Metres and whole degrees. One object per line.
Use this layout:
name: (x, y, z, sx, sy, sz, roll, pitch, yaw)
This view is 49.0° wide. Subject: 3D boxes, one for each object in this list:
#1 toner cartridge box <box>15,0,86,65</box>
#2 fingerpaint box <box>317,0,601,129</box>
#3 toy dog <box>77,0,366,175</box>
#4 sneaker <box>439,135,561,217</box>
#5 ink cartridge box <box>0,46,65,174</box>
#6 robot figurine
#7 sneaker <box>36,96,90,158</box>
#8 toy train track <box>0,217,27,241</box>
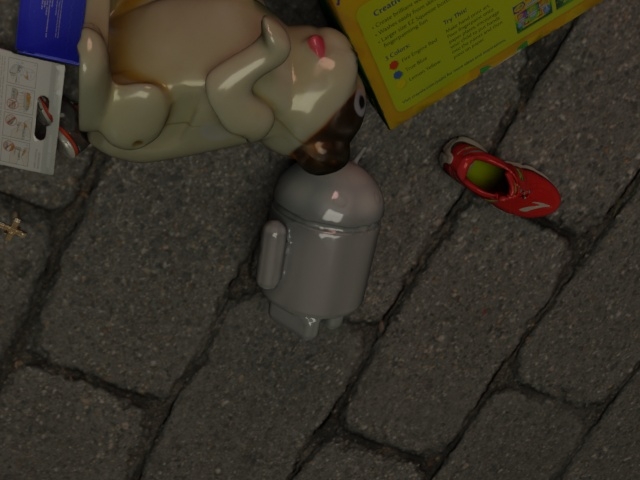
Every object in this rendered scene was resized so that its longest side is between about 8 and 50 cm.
toner cartridge box: (-0.341, -0.435, 1.032, 0.165, 0.075, 0.348, 9, 119, -20)
fingerpaint box: (0.208, -0.444, 1.067, 0.444, 0.163, 0.371, -32, 139, 3)
toy dog: (-0.130, -0.215, 1.018, 0.407, 0.285, 0.396, 3, 139, -15)
sneaker: (0.352, -0.100, 1.346, 0.278, 0.118, 0.107, 20, 110, -20)
ink cartridge box: (-0.528, -0.218, 1.113, 0.232, 0.066, 0.189, 10, 112, -13)
robot figurine: (0.000, 0.000, 1.267, 0.299, 0.199, 0.354, -18, 127, -50)
sneaker: (-0.433, -0.216, 1.160, 0.065, 0.061, 0.158, -39, 115, -29)
toy train track: (-0.560, -0.024, 1.235, 0.083, 0.014, 0.048, 26, 107, -22)
